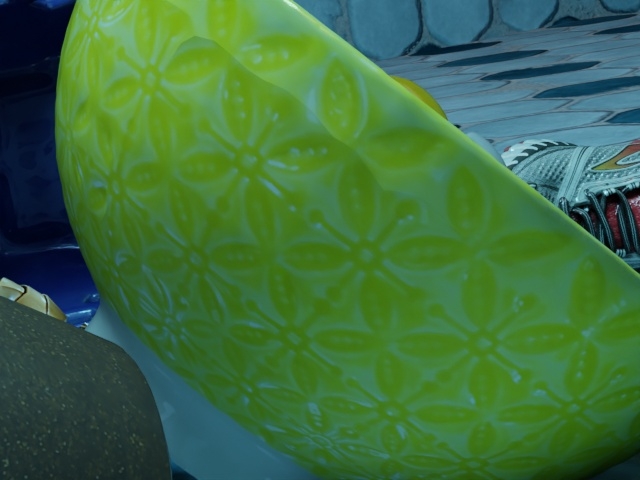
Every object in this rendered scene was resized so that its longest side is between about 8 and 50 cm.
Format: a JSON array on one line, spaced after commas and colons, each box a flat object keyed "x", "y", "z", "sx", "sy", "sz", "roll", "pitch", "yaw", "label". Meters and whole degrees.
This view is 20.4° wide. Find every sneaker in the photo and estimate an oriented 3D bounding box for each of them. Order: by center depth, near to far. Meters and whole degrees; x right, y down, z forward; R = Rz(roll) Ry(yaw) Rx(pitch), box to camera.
[{"x": 0.181, "y": -0.023, "z": 1.047, "sx": 0.225, "sy": 0.088, "sz": 0.092, "roll": -16, "pitch": 13, "yaw": -35, "label": "sneaker"}]

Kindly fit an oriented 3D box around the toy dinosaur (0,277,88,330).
[{"x": -0.177, "y": 0.073, "z": 0.768, "sx": 0.218, "sy": 0.164, "sz": 0.322, "roll": 3, "pitch": -13, "yaw": -19, "label": "toy dinosaur"}]

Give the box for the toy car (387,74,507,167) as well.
[{"x": 0.000, "y": 0.000, "z": 0.935, "sx": 0.159, "sy": 0.136, "sz": 0.182, "roll": 29, "pitch": 56, "yaw": 17, "label": "toy car"}]

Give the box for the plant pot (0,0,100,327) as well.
[{"x": -0.151, "y": -0.057, "z": 1.147, "sx": 0.236, "sy": 0.236, "sz": 0.212, "roll": -12, "pitch": 4, "yaw": -15, "label": "plant pot"}]

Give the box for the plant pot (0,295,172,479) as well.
[{"x": -0.166, "y": 0.080, "z": 0.491, "sx": 0.230, "sy": 0.215, "sz": 0.215, "roll": 4, "pitch": 2, "yaw": -30, "label": "plant pot"}]

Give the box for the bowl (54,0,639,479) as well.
[{"x": -0.003, "y": 0.014, "z": 0.679, "sx": 0.156, "sy": 0.289, "sz": 0.289, "roll": -51, "pitch": 9, "yaw": 4, "label": "bowl"}]
